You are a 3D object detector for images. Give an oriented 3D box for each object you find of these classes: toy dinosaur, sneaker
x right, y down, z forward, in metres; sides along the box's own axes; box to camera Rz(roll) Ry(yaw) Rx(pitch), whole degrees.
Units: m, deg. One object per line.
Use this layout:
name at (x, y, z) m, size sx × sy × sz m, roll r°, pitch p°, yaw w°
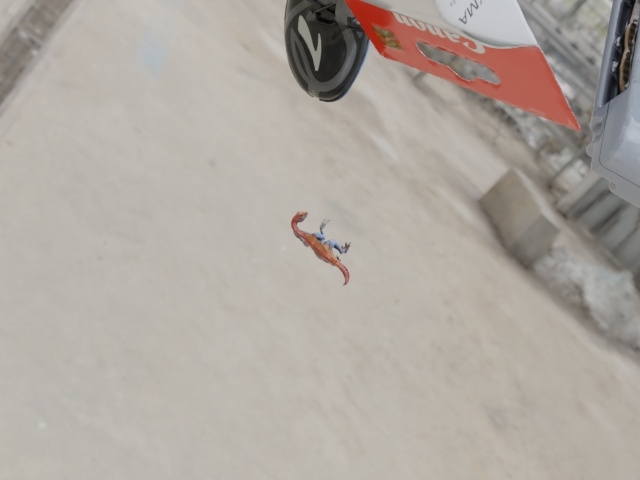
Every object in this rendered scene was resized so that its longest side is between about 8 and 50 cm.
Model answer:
toy dinosaur at (0.000, 0.000, 1.449) m, size 0.082 × 0.047 × 0.090 m, roll 27°, pitch 20°, yaw -38°
sneaker at (0.008, -0.186, 0.824) m, size 0.067 × 0.188 × 0.078 m, roll 15°, pitch 26°, yaw 6°

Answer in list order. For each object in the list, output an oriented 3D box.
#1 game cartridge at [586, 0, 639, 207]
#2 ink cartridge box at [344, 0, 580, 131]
game cartridge at (0.311, -0.135, 0.912) m, size 0.198 × 0.062 × 0.297 m, roll 24°, pitch 60°, yaw -14°
ink cartridge box at (0.030, -0.143, 0.673) m, size 0.189 × 0.066 × 0.232 m, roll 31°, pitch -19°, yaw 44°
